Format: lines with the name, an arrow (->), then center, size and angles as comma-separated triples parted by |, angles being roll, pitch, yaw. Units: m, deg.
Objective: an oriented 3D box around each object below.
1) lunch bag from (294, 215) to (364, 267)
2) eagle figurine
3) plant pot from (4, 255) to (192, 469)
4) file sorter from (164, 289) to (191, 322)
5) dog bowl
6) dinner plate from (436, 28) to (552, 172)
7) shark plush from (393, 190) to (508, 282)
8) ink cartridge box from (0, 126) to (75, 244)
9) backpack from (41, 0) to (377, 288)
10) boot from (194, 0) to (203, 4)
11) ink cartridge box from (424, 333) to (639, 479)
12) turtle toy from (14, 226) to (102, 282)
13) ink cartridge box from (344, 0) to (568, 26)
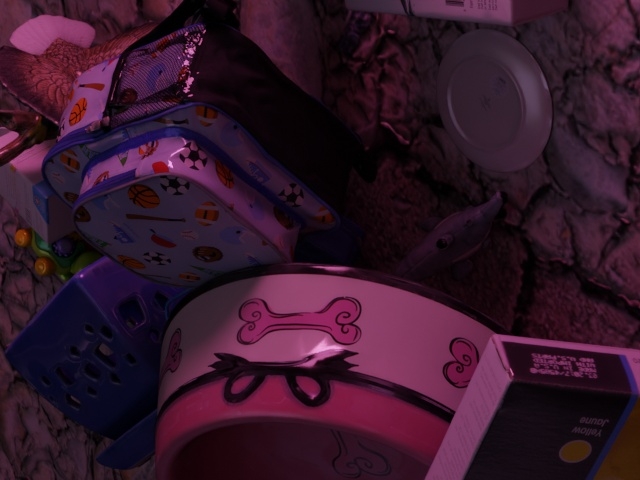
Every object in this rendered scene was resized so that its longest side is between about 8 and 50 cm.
lunch bag -> 0.000, 0.000, 1.620 | 0.098, 0.065, 0.067 | 33, 143, -15
eagle figurine -> -0.265, -0.171, 1.738 | 0.225, 0.226, 0.298 | 31, 158, -12
plant pot -> -0.191, 0.121, 1.776 | 0.212, 0.236, 0.236 | 55, 139, 4
file sorter -> -0.069, 0.093, 1.660 | 0.104, 0.170, 0.118 | -30, 75, 52
dog bowl -> 0.021, 0.205, 1.471 | 0.408, 0.150, 0.408 | 11, 142, 8
dinner plate -> 0.160, -0.131, 1.440 | 0.141, 0.017, 0.141 | 20, 120, 39
shark plush -> 0.137, 0.003, 1.485 | 0.161, 0.067, 0.073 | -24, 89, 50
ink cartridge box -> -0.358, -0.085, 1.949 | 0.143, 0.090, 0.092 | 43, 147, 26
backpack -> -0.128, -0.072, 1.455 | 0.263, 0.213, 0.276 | -6, 140, 42
boot -> -0.089, -0.384, 1.444 | 0.104, 0.211, 0.295 | -8, 101, 48
ink cartridge box -> 0.243, 0.221, 1.310 | 0.072, 0.303, 0.307 | -104, 26, -50
turtle toy -> -0.333, 0.011, 1.988 | 0.066, 0.095, 0.130 | -46, 72, 25
ink cartridge box -> 0.115, -0.282, 1.365 | 0.208, 0.087, 0.153 | 15, 117, 43
